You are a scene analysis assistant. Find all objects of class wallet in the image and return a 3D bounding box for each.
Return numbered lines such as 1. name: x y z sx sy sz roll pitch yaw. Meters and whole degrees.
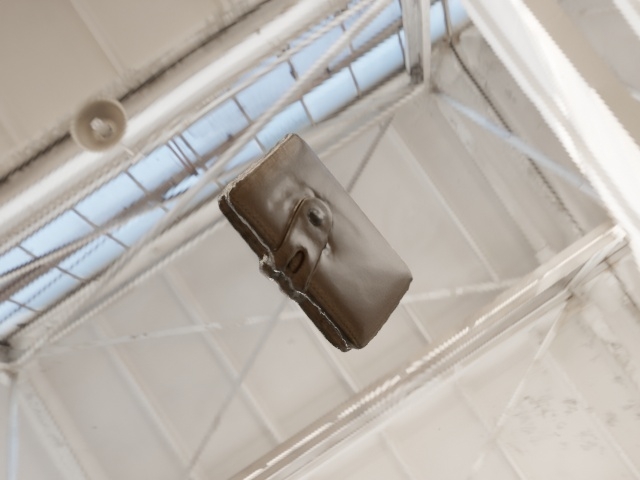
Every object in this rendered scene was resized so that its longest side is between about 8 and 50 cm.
1. wallet: 0.000 0.000 0.750 0.039 0.118 0.153 -30 -77 42
